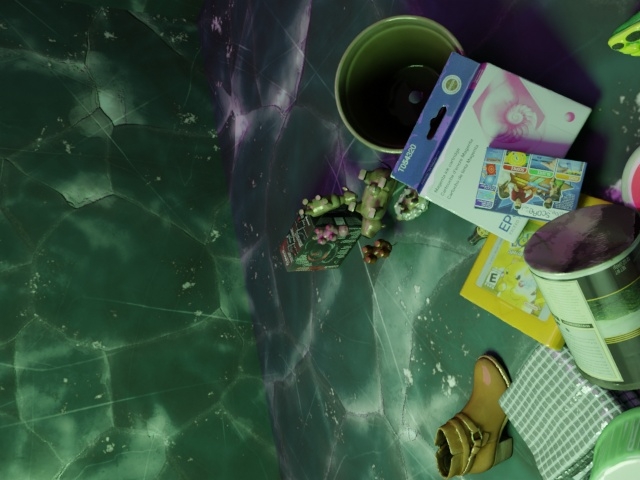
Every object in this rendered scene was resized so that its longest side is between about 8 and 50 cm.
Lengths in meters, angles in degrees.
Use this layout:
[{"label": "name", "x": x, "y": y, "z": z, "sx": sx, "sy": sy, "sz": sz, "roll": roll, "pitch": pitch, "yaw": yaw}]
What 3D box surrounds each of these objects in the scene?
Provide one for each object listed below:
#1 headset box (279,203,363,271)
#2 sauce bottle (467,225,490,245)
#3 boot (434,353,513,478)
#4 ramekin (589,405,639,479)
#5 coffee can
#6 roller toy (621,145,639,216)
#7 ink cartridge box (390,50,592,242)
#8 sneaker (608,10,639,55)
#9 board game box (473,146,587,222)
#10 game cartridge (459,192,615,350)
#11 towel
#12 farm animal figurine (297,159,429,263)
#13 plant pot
[{"label": "headset box", "x": 0.000, "y": 0.000, "z": 2.018, "sx": 0.293, "sy": 0.218, "sz": 0.110, "roll": -58, "pitch": 43, "yaw": 46}, {"label": "sauce bottle", "x": 0.425, "y": -0.030, "z": 1.462, "sx": 0.128, "sy": 0.042, "sz": 0.042, "roll": -57, "pitch": 46, "yaw": 47}, {"label": "boot", "x": 0.370, "y": 0.440, "z": 1.426, "sx": 0.109, "sy": 0.220, "sz": 0.283, "roll": 2, "pitch": 95, "yaw": 60}, {"label": "ramekin", "x": 0.615, "y": 0.452, "z": 0.976, "sx": 0.303, "sy": 0.148, "sz": 0.303, "roll": 13, "pitch": 111, "yaw": 35}, {"label": "coffee can", "x": 0.518, "y": 0.102, "z": 1.037, "sx": 0.275, "sy": 0.201, "sz": 0.201, "roll": 57, "pitch": 157, "yaw": -20}, {"label": "roller toy", "x": 0.641, "y": -0.100, "z": 0.979, "sx": 0.191, "sy": 0.146, "sz": 0.209, "roll": 58, "pitch": 134, "yaw": 26}, {"label": "ink cartridge box", "x": 0.363, "y": -0.211, "z": 1.270, "sx": 0.330, "sy": 0.071, "sz": 0.324, "roll": 28, "pitch": 105, "yaw": 13}, {"label": "sneaker", "x": 0.647, "y": -0.437, "z": 1.001, "sx": 0.295, "sy": 0.109, "sz": 0.123, "roll": -42, "pitch": 35, "yaw": 55}, {"label": "board game box", "x": 0.438, "y": -0.114, "z": 1.201, "sx": 0.201, "sy": 0.035, "sz": 0.136, "roll": 13, "pitch": 100, "yaw": 15}, {"label": "game cartridge", "x": 0.481, "y": 0.035, "z": 1.267, "sx": 0.285, "sy": 0.052, "sz": 0.324, "roll": 34, "pitch": 104, "yaw": 54}, {"label": "towel", "x": 0.530, "y": 0.369, "z": 1.245, "sx": 0.235, "sy": 0.121, "sz": 0.284, "roll": 58, "pitch": 140, "yaw": 41}, {"label": "farm animal figurine", "x": 0.134, "y": -0.097, "z": 1.770, "sx": 0.330, "sy": 0.172, "sz": 0.327, "roll": 41, "pitch": 108, "yaw": 19}, {"label": "plant pot", "x": 0.227, "y": -0.383, "z": 1.475, "sx": 0.323, "sy": 0.280, "sz": 0.323, "roll": 2, "pitch": 97, "yaw": 17}]
